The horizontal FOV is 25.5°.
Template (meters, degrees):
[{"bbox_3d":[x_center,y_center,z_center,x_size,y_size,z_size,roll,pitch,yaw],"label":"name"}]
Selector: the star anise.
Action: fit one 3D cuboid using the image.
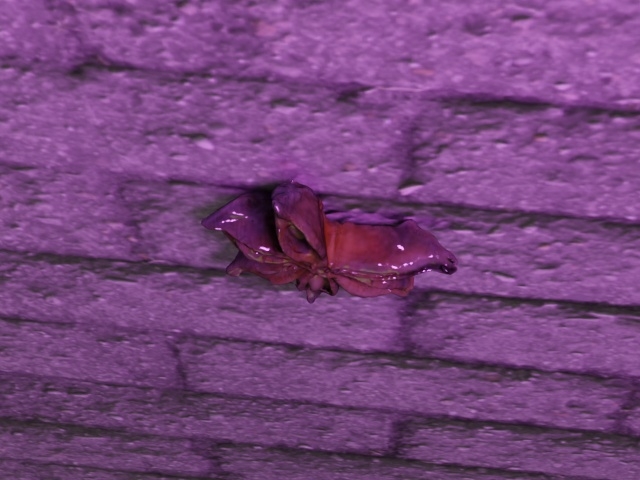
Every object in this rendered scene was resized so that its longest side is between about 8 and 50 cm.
[{"bbox_3d":[-0.006,0.005,1.219,0.208,0.063,0.171,18,155,-26],"label":"star anise"}]
